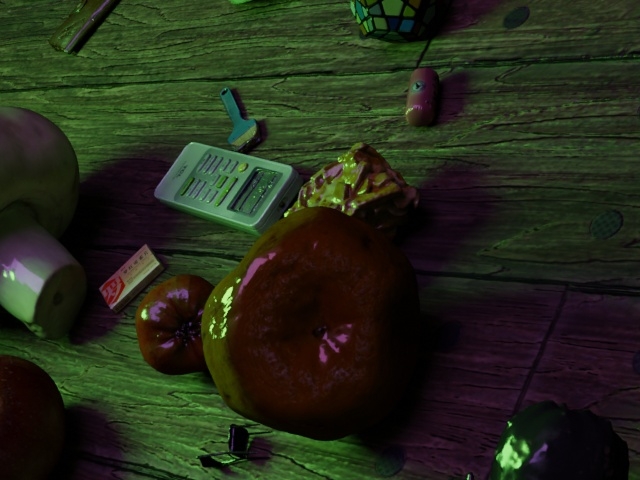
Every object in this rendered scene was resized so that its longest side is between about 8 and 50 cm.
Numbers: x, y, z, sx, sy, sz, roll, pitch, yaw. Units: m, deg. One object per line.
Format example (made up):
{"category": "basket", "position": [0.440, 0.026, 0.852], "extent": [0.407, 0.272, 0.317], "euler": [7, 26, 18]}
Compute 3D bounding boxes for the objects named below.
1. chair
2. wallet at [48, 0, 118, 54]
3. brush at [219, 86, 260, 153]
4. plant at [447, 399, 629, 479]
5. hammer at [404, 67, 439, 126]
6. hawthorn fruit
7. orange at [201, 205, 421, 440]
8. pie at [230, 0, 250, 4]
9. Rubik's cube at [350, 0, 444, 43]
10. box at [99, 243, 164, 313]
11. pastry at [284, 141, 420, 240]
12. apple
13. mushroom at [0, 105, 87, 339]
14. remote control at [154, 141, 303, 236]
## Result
{"category": "chair", "position": [-0.097, 0.232, 1.571], "extent": [0.086, 0.037, 0.042], "euler": [-14, 59, 28]}
{"category": "wallet", "position": [-0.409, -0.405, 2.446], "extent": [0.176, 0.026, 0.095], "euler": [-51, 36, -9]}
{"category": "brush", "position": [-0.121, -0.176, 1.985], "extent": [0.051, 0.014, 0.164], "euler": [-37, 37, 8]}
{"category": "plant", "position": [0.181, 0.265, 1.195], "extent": [0.142, 0.164, 0.256], "euler": [10, 74, 46]}
{"category": "hammer", "position": [0.128, -0.182, 1.740], "extent": [0.043, 0.043, 0.083], "euler": [-15, 45, 33]}
{"category": "hawthorn fruit", "position": [-0.171, 0.100, 1.692], "extent": [0.125, 0.125, 0.140], "euler": [-43, 40, 2]}
{"category": "orange", "position": [-0.004, 0.095, 1.478], "extent": [0.249, 0.249, 0.183], "euler": [-51, 7, -7]}
{"category": "pie", "position": [-0.060, -0.452, 2.145], "extent": [0.240, 0.054, 0.240], "euler": [-26, 41, 25]}
{"category": "Rubik's cube", "position": [0.102, -0.323, 1.836], "extent": [0.112, 0.133, 0.133], "euler": [-22, 36, -13]}
{"category": "box", "position": [-0.260, 0.052, 1.901], "extent": [0.093, 0.015, 0.058], "euler": [-43, 40, 1]}
{"category": "pastry", "position": [0.000, 0.000, 1.640], "extent": [0.250, 0.102, 0.154], "euler": [-46, 37, 0]}
{"category": "apple", "position": [-0.409, 0.245, 1.753], "extent": [0.201, 0.162, 0.201], "euler": [-18, 57, 30]}
{"category": "mushroom", "position": [-0.484, -0.043, 1.959], "extent": [0.353, 0.353, 0.325], "euler": [0, 72, 42]}
{"category": "remote control", "position": [-0.128, -0.072, 1.880], "extent": [0.250, 0.034, 0.103], "euler": [19, 70, 49]}
